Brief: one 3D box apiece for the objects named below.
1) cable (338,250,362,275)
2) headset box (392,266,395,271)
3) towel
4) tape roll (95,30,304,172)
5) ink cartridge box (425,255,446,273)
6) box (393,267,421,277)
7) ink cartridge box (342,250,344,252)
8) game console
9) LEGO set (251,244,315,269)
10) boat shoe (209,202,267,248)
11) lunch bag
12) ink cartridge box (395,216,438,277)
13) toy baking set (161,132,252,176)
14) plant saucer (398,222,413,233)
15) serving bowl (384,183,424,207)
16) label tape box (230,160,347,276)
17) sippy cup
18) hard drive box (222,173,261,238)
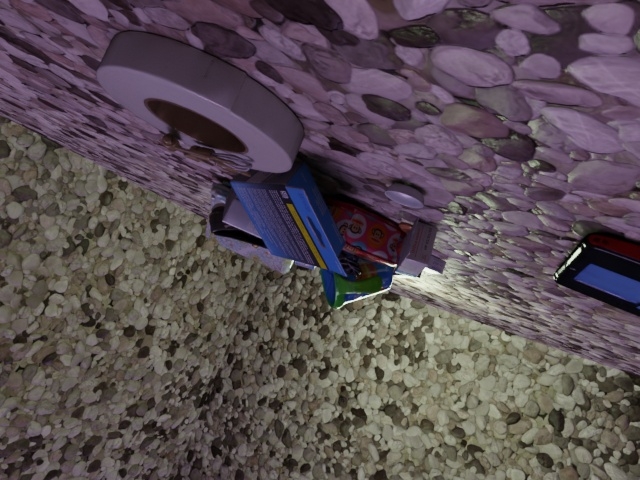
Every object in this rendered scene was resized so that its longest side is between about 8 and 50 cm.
[{"bbox_3d":[0.037,0.055,1.492,0.184,0.047,0.150,10,161,29],"label":"cable"},{"bbox_3d":[0.281,0.121,2.144,0.083,0.062,0.032,27,172,-39],"label":"headset box"},{"bbox_3d":[-0.247,-0.047,1.890,0.374,0.090,0.321,25,145,-2],"label":"towel"},{"bbox_3d":[-0.218,-0.242,0.953,0.391,0.072,0.392,22,173,3],"label":"tape roll"},{"bbox_3d":[0.297,0.051,1.659,0.206,0.046,0.097,23,174,-7],"label":"ink cartridge box"},{"bbox_3d":[0.268,0.053,1.482,0.029,0.116,0.162,21,173,-8],"label":"box"},{"bbox_3d":[0.000,0.000,1.616,0.134,0.078,0.231,24,-155,-13],"label":"ink cartridge box"},{"bbox_3d":[0.644,0.102,0.965,0.341,0.060,0.386,19,172,20],"label":"game console"},{"bbox_3d":[-0.125,0.026,1.796,0.244,0.060,0.183,17,139,1],"label":"LEGO set"},{"bbox_3d":[-0.207,-0.015,1.636,0.335,0.096,0.112,21,144,-29],"label":"boat shoe"},{"bbox_3d":[0.079,-0.025,1.452,0.293,0.120,0.258,25,173,-28],"label":"lunch bag"},{"bbox_3d":[0.246,0.021,1.289,0.061,0.105,0.181,17,163,3],"label":"ink cartridge box"},{"bbox_3d":[-0.237,-0.182,1.064,0.196,0.030,0.256,17,-179,-8],"label":"toy baking set"},{"bbox_3d":[0.250,-0.026,1.364,0.083,0.013,0.083,22,173,3],"label":"plant saucer"},{"bbox_3d":[0.174,-0.095,1.031,0.083,0.027,0.083,22,173,3],"label":"serving bowl"},{"bbox_3d":[-0.052,-0.063,1.219,0.333,0.106,0.241,12,137,52],"label":"label tape box"},{"bbox_3d":[0.130,0.108,1.795,0.223,0.306,0.240,-7,140,-12],"label":"sippy cup"},{"bbox_3d":[-0.171,-0.087,1.548,0.232,0.089,0.181,25,-155,-18],"label":"hard drive box"}]
